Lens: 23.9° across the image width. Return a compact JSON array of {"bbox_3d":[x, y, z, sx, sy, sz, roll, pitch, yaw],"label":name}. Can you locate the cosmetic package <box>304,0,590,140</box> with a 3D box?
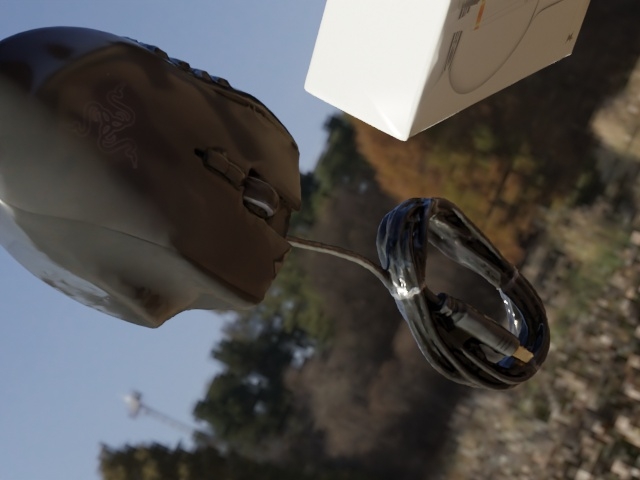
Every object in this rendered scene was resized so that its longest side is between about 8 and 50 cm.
[{"bbox_3d":[0.143,-0.284,1.068,0.284,0.097,0.377,-33,-35,-52],"label":"cosmetic package"}]

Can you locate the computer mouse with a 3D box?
[{"bbox_3d":[0.000,0.000,0.442,0.242,0.041,0.071,21,-110,-43],"label":"computer mouse"}]
